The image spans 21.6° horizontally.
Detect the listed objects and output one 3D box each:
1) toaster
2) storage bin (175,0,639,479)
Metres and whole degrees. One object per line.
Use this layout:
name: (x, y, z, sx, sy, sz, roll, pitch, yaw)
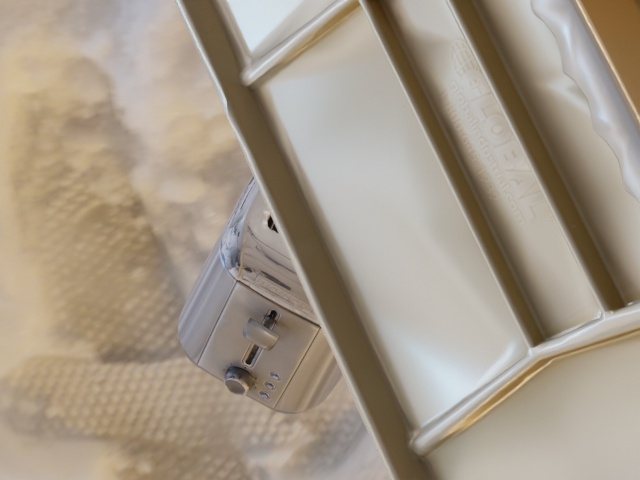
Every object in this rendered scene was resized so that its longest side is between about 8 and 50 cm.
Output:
toaster: (0.000, 0.000, 1.170, 0.129, 0.227, 0.146, 31, 148, 1)
storage bin: (0.120, -0.029, 0.501, 0.123, 0.262, 0.260, -37, 71, 42)
